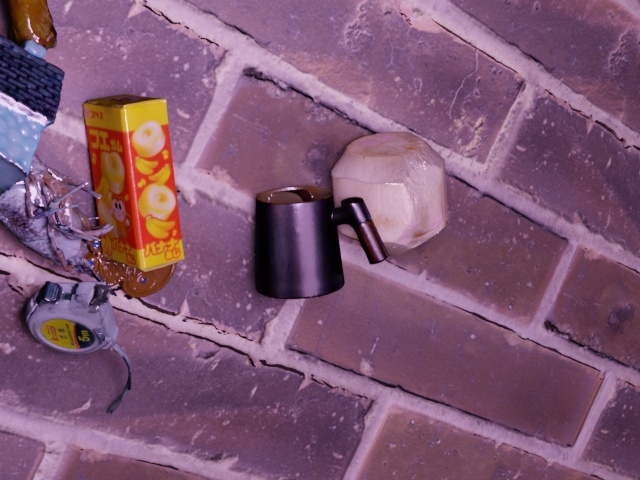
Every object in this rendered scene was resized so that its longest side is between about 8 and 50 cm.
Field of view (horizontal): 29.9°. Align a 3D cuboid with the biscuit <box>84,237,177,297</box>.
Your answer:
[{"bbox_3d":[-0.329,0.038,2.099,0.175,0.026,0.124,11,98,-37],"label":"biscuit"}]

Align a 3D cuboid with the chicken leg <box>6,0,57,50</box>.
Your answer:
[{"bbox_3d":[-0.450,-0.432,1.747,0.140,0.211,0.361,-15,114,0],"label":"chicken leg"}]

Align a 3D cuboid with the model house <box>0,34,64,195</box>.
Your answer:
[{"bbox_3d":[-0.533,-0.219,1.737,0.261,0.226,0.241,31,62,-26],"label":"model house"}]

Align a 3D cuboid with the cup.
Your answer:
[{"bbox_3d":[-0.006,-0.004,2.210,0.240,0.166,0.176,-6,104,-9],"label":"cup"}]

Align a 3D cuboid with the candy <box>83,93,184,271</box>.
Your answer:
[{"bbox_3d":[-0.308,-0.098,1.982,0.088,0.146,0.276,-15,107,-34],"label":"candy"}]

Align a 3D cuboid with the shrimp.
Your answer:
[{"bbox_3d":[-0.425,-0.044,1.918,0.372,0.172,0.137,41,75,-29],"label":"shrimp"}]

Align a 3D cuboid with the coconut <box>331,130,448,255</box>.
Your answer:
[{"bbox_3d":[0.136,-0.081,2.269,0.241,0.241,0.241,-12,111,-31],"label":"coconut"}]

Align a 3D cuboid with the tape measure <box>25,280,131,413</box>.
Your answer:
[{"bbox_3d":[-0.408,0.178,2.065,0.330,0.164,0.084,91,11,-53],"label":"tape measure"}]
